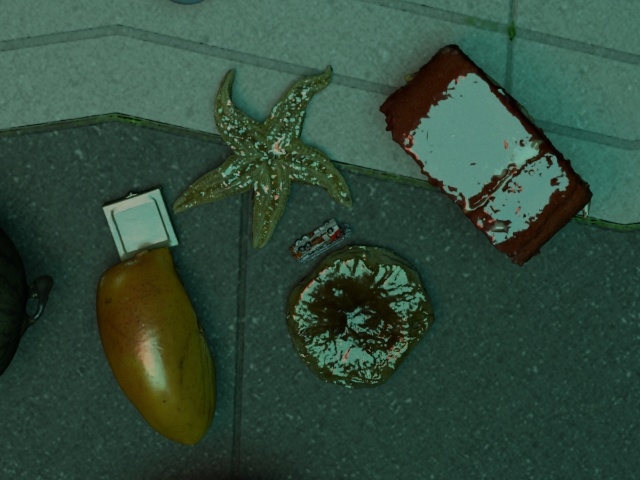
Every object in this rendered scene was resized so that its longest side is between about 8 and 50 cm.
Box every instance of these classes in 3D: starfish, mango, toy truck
[{"bbox_3d":[-0.064,-0.102,1.914,0.277,0.062,0.236,-43,106,1],"label":"starfish"},{"bbox_3d":[-0.203,0.140,1.901,0.126,0.154,0.252,-19,88,7],"label":"mango"},{"bbox_3d":[0.000,0.000,1.944,0.083,0.024,0.032,-33,123,5],"label":"toy truck"}]

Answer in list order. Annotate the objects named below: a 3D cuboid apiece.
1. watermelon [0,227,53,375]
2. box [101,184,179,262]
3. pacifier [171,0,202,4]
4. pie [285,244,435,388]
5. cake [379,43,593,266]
[{"bbox_3d":[-0.507,0.073,1.795,0.359,0.279,0.278,8,100,-7],"label":"watermelon"},{"bbox_3d":[-0.230,-0.023,1.919,0.079,0.035,0.083,-17,101,0],"label":"box"},{"bbox_3d":[-0.194,-0.426,1.794,0.207,0.227,0.278,12,103,35],"label":"pacifier"},{"bbox_3d":[0.046,0.097,1.956,0.195,0.046,0.195,0,100,-3],"label":"pie"},{"bbox_3d":[0.206,-0.107,1.863,0.283,0.177,0.151,44,96,-5],"label":"cake"}]
